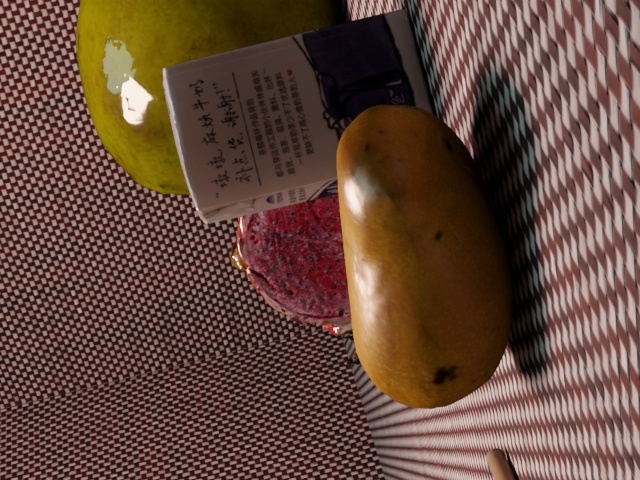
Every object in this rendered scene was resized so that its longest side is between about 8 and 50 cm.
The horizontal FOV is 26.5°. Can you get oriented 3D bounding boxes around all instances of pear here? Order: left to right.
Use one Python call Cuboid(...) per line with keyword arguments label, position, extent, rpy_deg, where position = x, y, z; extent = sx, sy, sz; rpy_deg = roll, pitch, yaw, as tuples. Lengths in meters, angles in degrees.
Cuboid(label="pear", position=(-0.144, -0.244, 1.750), extent=(0.352, 0.352, 0.413), rpy_deg=(-110, 25, -66))

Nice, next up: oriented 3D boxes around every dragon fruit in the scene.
Cuboid(label="dragon fruit", position=(0.000, 0.000, 1.616), extent=(0.147, 0.211, 0.282), rpy_deg=(-92, -18, -72))

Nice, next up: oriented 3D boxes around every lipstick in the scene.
Cuboid(label="lipstick", position=(0.167, 0.220, 1.203), extent=(0.094, 0.019, 0.019), rpy_deg=(-107, 5, -56))

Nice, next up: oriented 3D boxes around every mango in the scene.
Cuboid(label="mango", position=(0.077, 0.009, 0.993), extent=(0.295, 0.120, 0.177), rpy_deg=(82, -179, -51))

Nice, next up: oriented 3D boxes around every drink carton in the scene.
Cuboid(label="drink carton", position=(-0.018, -0.106, 1.202), extent=(0.102, 0.222, 0.134), rpy_deg=(106, 150, -84))
